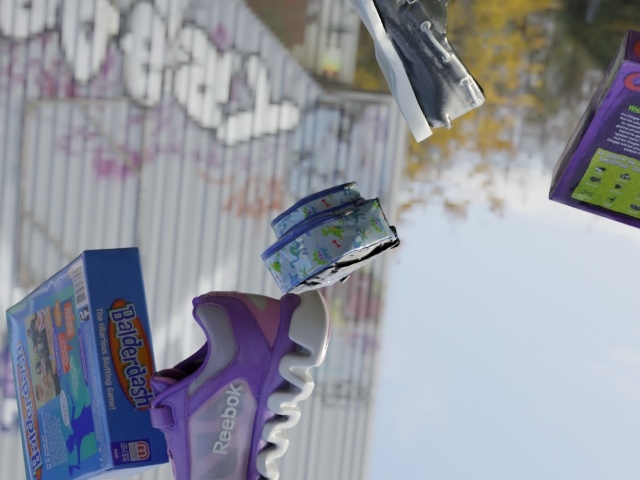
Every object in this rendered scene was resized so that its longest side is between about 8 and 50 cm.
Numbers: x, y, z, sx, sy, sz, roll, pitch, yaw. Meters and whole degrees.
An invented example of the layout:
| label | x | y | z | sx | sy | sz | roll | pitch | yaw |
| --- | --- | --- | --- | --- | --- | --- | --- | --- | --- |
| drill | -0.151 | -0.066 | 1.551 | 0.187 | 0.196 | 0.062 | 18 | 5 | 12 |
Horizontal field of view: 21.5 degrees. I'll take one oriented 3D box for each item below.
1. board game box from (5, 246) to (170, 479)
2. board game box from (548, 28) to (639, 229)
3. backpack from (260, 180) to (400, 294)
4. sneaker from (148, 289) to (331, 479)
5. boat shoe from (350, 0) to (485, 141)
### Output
| label | x | y | z | sx | sy | sz | roll | pitch | yaw |
| --- | --- | --- | --- | --- | --- | --- | --- | --- | --- |
| board game box | -0.181 | 0.107 | 1.281 | 0.047 | 0.160 | 0.210 | -4 | 168 | -28 |
| board game box | 0.404 | -0.060 | 1.532 | 0.346 | 0.056 | 0.208 | 18 | 147 | -3 |
| backpack | 0.000 | 0.000 | 1.605 | 0.105 | 0.084 | 0.114 | -35 | 173 | 40 |
| sneaker | -0.076 | 0.135 | 1.163 | 0.104 | 0.236 | 0.095 | 17 | -172 | -11 |
| boat shoe | 0.083 | -0.225 | 1.651 | 0.091 | 0.302 | 0.114 | -26 | -128 | 3 |
